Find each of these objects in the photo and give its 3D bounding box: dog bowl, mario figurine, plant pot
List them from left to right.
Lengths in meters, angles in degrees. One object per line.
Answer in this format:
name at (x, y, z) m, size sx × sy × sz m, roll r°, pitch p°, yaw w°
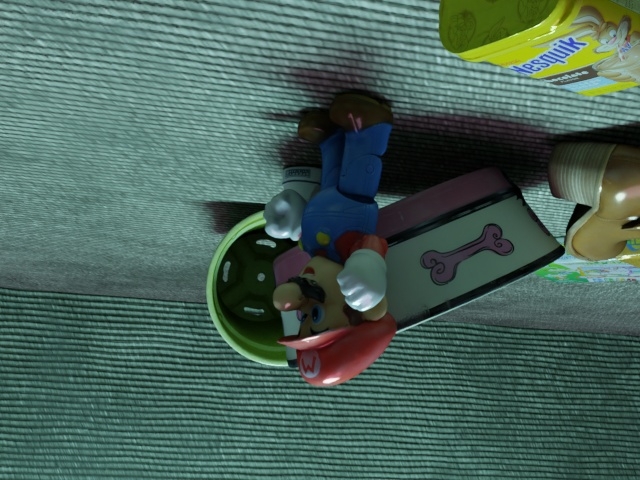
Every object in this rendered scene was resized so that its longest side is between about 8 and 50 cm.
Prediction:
plant pot at (-0.089, 0.077, 1.727) m, size 0.276 × 0.276 × 0.254 m, roll 6°, pitch 180°, yaw -14°
mario figurine at (0.000, 0.000, 1.045) m, size 0.170 × 0.320 × 0.198 m, roll 0°, pitch 168°, yaw 9°
dog bowl at (0.116, 0.029, 1.293) m, size 0.408 × 0.150 × 0.408 m, roll -23°, pitch 176°, yaw -2°

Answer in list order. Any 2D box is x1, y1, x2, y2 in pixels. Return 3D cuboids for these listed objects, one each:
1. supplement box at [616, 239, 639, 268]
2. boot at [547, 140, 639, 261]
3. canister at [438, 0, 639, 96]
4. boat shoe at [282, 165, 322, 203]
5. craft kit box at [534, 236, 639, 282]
supplement box at (0.582, 0.011, 1.607) m, size 0.080 × 0.078 × 0.233 m, roll -7°, pitch 166°, yaw 40°
boot at (0.427, -0.031, 1.199) m, size 0.220 × 0.109 × 0.283 m, roll 15°, pitch 156°, yaw 32°
canister at (0.199, -0.173, 0.755) m, size 0.170 × 0.073 × 0.126 m, roll 9°, pitch 168°, yaw -37°
boat shoe at (0.003, -0.043, 1.449) m, size 0.095 × 0.084 × 0.258 m, roll -2°, pitch 168°, yaw 24°
craft kit box at (0.537, 0.037, 1.826) m, size 0.250 × 0.061 × 0.247 m, roll -5°, pitch 164°, yaw 33°
